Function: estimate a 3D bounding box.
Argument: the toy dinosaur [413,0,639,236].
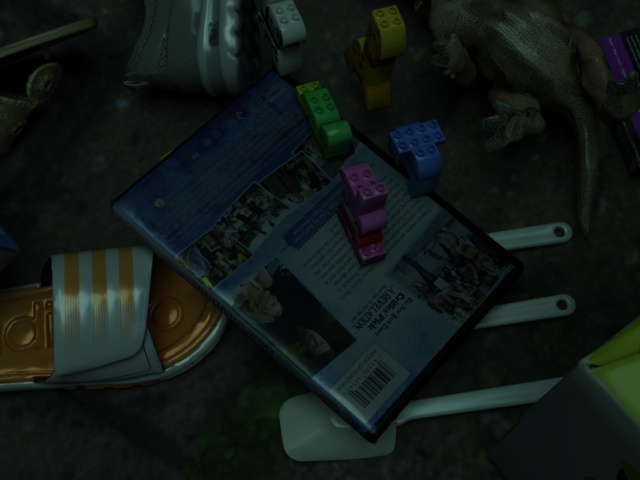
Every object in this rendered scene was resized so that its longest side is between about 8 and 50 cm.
[{"bbox_3d":[0.153,-0.156,0.793,0.127,0.200,0.295,-36,96,14],"label":"toy dinosaur"}]

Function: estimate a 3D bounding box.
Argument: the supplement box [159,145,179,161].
[{"bbox_3d":[-0.072,-0.036,0.795,0.062,0.036,0.098,-32,72,-12],"label":"supplement box"}]

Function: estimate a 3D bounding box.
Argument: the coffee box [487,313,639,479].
[{"bbox_3d":[0.340,0.128,0.556,0.338,0.334,0.337,-36,74,-10],"label":"coffee box"}]

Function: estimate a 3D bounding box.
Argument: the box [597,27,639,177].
[{"bbox_3d":[0.307,-0.125,0.818,0.162,0.029,0.116,-15,71,-2],"label":"box"}]

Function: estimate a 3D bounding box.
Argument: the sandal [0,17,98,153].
[{"bbox_3d":[-0.278,-0.104,0.824,0.240,0.088,0.079,-18,101,3],"label":"sandal"}]

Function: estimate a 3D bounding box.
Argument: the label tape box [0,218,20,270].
[{"bbox_3d":[-0.418,0.021,0.736,0.348,0.115,0.249,-43,72,15],"label":"label tape box"}]

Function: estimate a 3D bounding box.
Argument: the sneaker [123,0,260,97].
[{"bbox_3d":[-0.115,-0.247,0.841,0.115,0.105,0.281,-5,67,7],"label":"sneaker"}]

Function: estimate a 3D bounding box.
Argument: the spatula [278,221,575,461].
[{"bbox_3d":[0.083,0.068,0.764,0.242,0.019,0.168,-7,69,-4],"label":"spatula"}]

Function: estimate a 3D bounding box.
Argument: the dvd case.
[{"bbox_3d":[0.000,0.000,0.750,0.253,0.022,0.180,40,64,12],"label":"dvd case"}]

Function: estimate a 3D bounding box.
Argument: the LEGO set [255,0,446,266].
[{"bbox_3d":[0.031,-0.110,0.743,0.087,0.093,0.227,-18,67,-15],"label":"LEGO set"}]

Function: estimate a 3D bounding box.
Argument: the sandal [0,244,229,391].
[{"bbox_3d":[-0.196,0.061,0.744,0.265,0.076,0.102,-12,70,-2],"label":"sandal"}]
